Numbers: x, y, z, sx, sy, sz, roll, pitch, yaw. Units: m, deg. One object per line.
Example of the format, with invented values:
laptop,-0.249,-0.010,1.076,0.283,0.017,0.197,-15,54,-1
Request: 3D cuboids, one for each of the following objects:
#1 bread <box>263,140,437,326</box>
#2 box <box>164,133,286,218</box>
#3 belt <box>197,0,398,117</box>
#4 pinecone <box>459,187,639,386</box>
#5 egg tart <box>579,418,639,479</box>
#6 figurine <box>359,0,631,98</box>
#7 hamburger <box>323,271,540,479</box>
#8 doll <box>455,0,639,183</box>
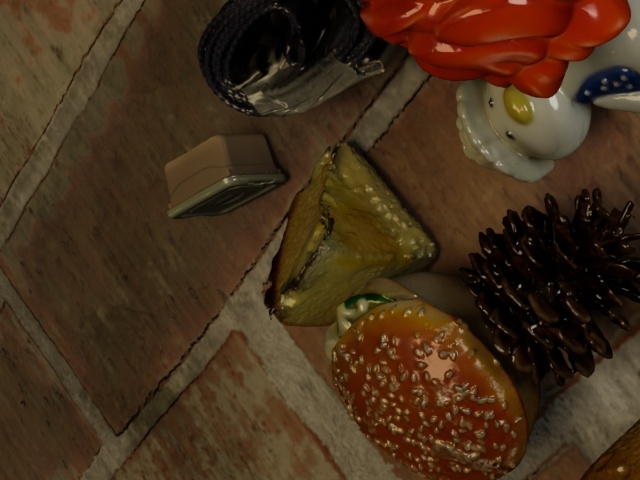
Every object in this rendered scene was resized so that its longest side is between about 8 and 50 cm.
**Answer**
bread,0.000,0.000,1.475,0.169,0.160,0.140,52,131,17
box,-0.109,-0.071,1.604,0.122,0.089,0.062,-26,75,43
belt,-0.011,-0.216,1.445,0.139,0.126,0.230,46,136,-16
pinecone,0.219,0.030,1.302,0.165,0.163,0.163,-43,73,23
egg tart,0.309,0.231,1.265,0.202,0.147,0.202,33,132,45
figurine,0.135,-0.321,1.173,0.306,0.241,0.411,6,78,42
hamburger,0.109,0.135,1.416,0.237,0.147,0.237,39,146,32
doll,0.220,-0.145,1.262,0.293,0.119,0.138,-35,89,43
